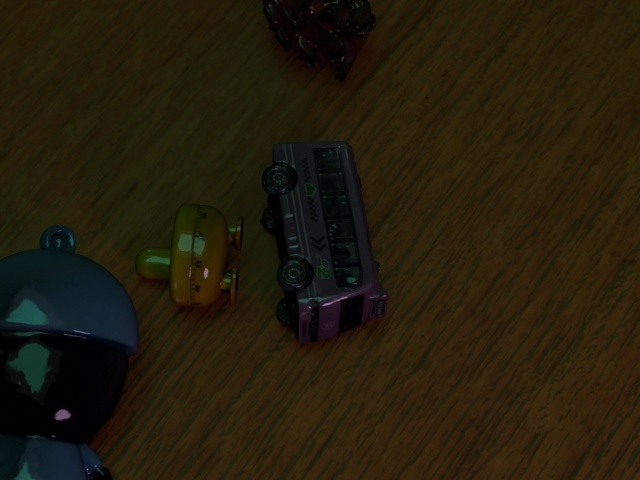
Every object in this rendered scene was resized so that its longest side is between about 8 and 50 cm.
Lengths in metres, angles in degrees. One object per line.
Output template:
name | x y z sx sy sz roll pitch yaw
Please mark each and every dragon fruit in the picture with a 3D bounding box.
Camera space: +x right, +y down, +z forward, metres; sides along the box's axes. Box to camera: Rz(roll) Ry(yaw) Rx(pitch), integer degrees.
dragon fruit | -0.004 -0.253 1.681 0.142 0.130 0.121 39 109 26

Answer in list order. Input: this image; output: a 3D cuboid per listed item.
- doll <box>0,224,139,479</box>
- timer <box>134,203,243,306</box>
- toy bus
doll | -0.269 0.137 1.486 0.177 0.141 0.314 12 75 -22
timer | -0.136 0.015 1.562 0.109 0.107 0.107 5 63 0
toy bus | 0.000 0.000 1.572 0.108 0.096 0.198 -7 60 -7
